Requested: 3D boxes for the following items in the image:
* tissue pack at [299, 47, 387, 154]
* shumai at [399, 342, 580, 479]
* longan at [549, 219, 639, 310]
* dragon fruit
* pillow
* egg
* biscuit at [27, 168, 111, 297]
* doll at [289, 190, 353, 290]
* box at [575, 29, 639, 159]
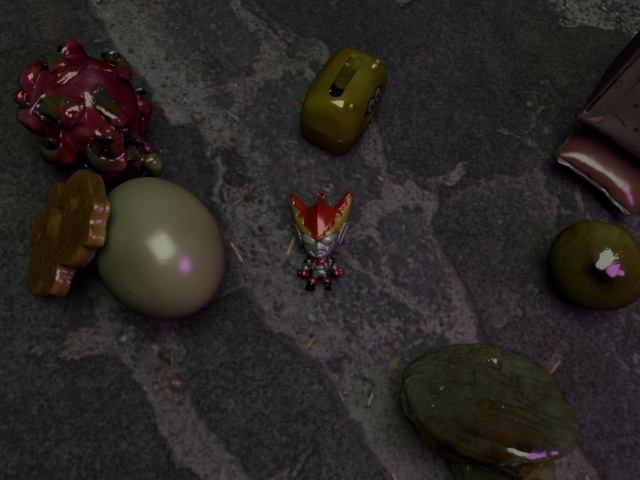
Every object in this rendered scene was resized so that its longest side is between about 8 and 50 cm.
[{"bbox_3d":[0.042,-0.257,1.138,0.123,0.127,0.178,26,65,7],"label":"tissue pack"},{"bbox_3d":[0.236,0.290,0.933,0.222,0.203,0.272,-10,33,-14],"label":"shumai"},{"bbox_3d":[0.463,0.039,1.059,0.176,0.145,0.154,-21,93,-57],"label":"longan"},{"bbox_3d":[-0.374,-0.189,1.030,0.218,0.198,0.272,8,56,-54],"label":"dragon fruit"},{"bbox_3d":[0.539,-0.151,1.180,0.179,0.075,0.171,39,67,10],"label":"pillow"},{"bbox_3d":[-0.243,0.008,0.950,0.186,0.186,0.241,-28,61,-18],"label":"egg"},{"bbox_3d":[-0.369,-0.013,0.933,0.035,0.249,0.184,13,57,-40],"label":"biscuit"},{"bbox_3d":[0.000,0.000,1.060,0.109,0.057,0.169,-2,80,10],"label":"doll"},{"bbox_3d":[0.631,-0.297,1.129,0.190,0.225,0.297,37,44,7],"label":"box"}]
